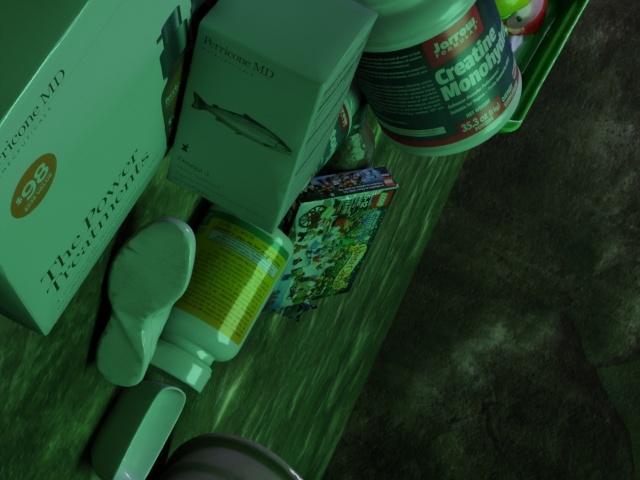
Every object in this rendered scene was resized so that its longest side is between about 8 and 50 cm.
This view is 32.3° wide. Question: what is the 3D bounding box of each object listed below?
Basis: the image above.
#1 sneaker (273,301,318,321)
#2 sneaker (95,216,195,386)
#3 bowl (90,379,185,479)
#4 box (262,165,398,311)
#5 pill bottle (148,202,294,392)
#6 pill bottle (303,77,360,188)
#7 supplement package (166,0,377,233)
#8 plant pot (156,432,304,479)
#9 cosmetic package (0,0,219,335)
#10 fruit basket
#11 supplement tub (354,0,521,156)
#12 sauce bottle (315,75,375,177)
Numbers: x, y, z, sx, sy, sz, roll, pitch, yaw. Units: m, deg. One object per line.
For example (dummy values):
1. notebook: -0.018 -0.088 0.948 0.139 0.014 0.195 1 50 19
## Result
1. sneaker: -0.033 0.093 1.851 0.038 0.069 0.098 -47 159 -55
2. sneaker: -0.183 0.051 1.177 0.212 0.080 0.094 -63 -179 30
3. bowl: -0.229 0.235 1.365 0.142 0.053 0.142 -62 167 -9
4. box: 0.000 0.000 1.564 0.159 0.044 0.233 -11 143 -29
5. pill bottle: -0.128 0.069 1.301 0.208 0.118 0.117 -61 167 -14
6. pill bottle: -0.024 -0.140 1.338 0.180 0.108 0.108 -53 163 -44
7. supplement package: -0.043 -0.112 0.872 0.105 0.105 0.179 -57 173 -39
8. plant pot: -0.190 0.477 1.505 0.305 0.334 0.333 -27 143 -51
9. cosmetic package: -0.152 -0.146 0.780 0.377 0.097 0.284 -60 170 -19
10. fruit basket: 0.289 -0.390 1.845 0.392 0.283 0.392 -57 -176 6
11. supplement tub: 0.121 -0.252 1.334 0.191 0.191 0.272 -58 140 -25
12. sauce bottle: 0.022 -0.109 1.576 0.111 0.111 0.344 -55 166 -36
